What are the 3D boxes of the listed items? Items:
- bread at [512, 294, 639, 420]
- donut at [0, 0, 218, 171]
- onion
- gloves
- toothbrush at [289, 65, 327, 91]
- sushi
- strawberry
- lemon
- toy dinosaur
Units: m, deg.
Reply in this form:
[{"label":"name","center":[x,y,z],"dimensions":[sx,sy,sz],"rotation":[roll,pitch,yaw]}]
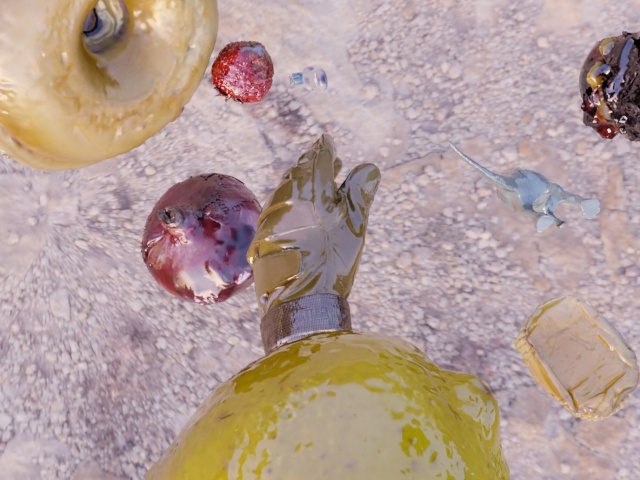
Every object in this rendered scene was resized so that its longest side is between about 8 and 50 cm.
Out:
[{"label":"bread","center":[0.502,0.232,1.731],"dimensions":[0.179,0.133,0.250],"rotation":[-42,73,3]},{"label":"donut","center":[-0.322,-0.296,1.191],"dimensions":[0.198,0.449,0.448],"rotation":[30,80,28]},{"label":"onion","center":[-0.216,-0.007,1.578],"dimensions":[0.219,0.252,0.252],"rotation":[27,81,-57]},{"label":"gloves","center":[-0.014,-0.003,1.136],"dimensions":[0.141,0.154,0.331],"rotation":[16,58,-23]},{"label":"toothbrush","center":[-0.011,-0.242,1.324],"dimensions":[0.040,0.386,0.040],"rotation":[-1,101,-7]},{"label":"sushi","center":[0.413,-0.196,1.143],"dimensions":[0.172,0.150,0.153],"rotation":[5,96,-43]},{"label":"strawberry","center":[-0.112,-0.258,1.340],"dimensions":[0.106,0.106,0.106],"rotation":[-1,92,-18]},{"label":"lemon","center":[0.001,0.202,0.660],"dimensions":[0.310,0.253,0.253],"rotation":[-34,102,2]},{"label":"toy dinosaur","center":[0.358,-0.082,1.528],"dimensions":[0.393,0.205,0.092],"rotation":[13,109,-27]}]
